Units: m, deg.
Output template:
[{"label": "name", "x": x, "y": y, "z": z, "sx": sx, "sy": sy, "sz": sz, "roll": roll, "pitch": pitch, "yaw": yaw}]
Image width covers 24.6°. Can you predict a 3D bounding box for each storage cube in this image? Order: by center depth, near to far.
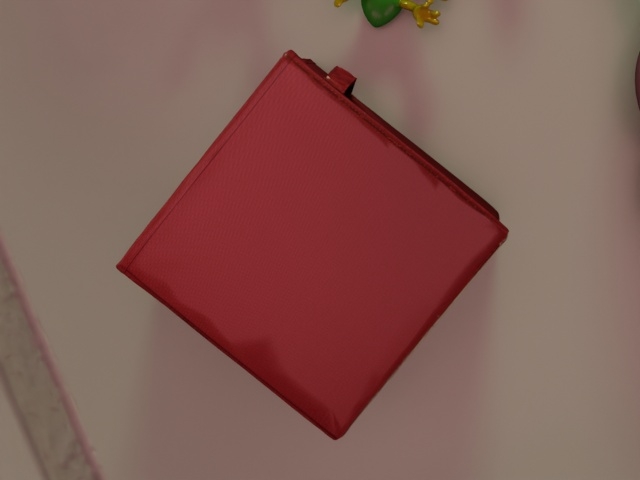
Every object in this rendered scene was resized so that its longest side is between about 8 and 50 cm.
[{"label": "storage cube", "x": 0.000, "y": 0.000, "z": 1.054, "sx": 0.193, "sy": 0.183, "sz": 0.215, "roll": 38, "pitch": 96, "yaw": 1}]

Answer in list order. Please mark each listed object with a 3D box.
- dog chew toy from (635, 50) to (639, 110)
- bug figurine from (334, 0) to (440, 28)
[{"label": "dog chew toy", "x": 0.311, "y": -0.129, "z": 1.011, "sx": 0.207, "sy": 0.206, "sz": 0.331, "roll": 5, "pitch": 103, "yaw": 6}, {"label": "bug figurine", "x": 0.014, "y": -0.280, "z": 1.087, "sx": 0.279, "sy": 0.072, "sz": 0.216, "roll": 18, "pitch": 102, "yaw": 0}]
